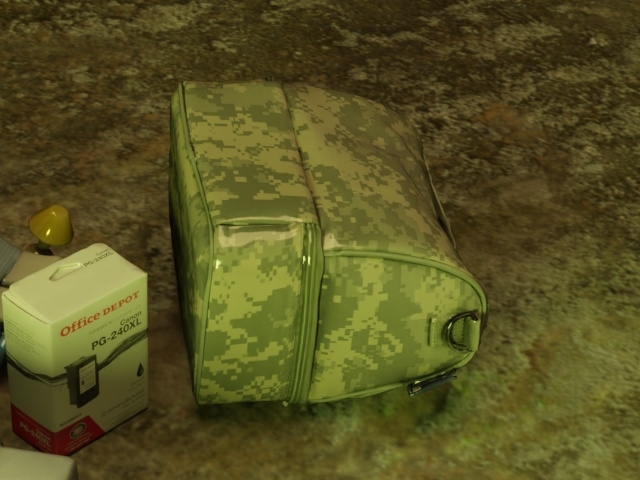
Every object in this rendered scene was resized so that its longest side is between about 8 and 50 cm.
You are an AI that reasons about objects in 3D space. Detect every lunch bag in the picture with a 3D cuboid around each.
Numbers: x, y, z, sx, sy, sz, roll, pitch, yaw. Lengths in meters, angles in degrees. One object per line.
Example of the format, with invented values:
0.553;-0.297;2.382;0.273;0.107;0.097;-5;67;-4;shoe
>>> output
0.000;0.000;1.489;0.256;0.212;0.305;-3;37;-9;lunch bag

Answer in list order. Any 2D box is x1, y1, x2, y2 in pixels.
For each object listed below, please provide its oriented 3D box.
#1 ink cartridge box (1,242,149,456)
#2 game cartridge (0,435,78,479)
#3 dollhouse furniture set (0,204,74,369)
-0.205;0.094;1.387;0.063;0.150;0.109;30;43;33;ink cartridge box
-0.359;0.197;1.075;0.355;0.068;0.230;8;40;5;game cartridge
-0.370;-0.019;1.405;0.286;0.198;0.303;31;35;-1;dollhouse furniture set
